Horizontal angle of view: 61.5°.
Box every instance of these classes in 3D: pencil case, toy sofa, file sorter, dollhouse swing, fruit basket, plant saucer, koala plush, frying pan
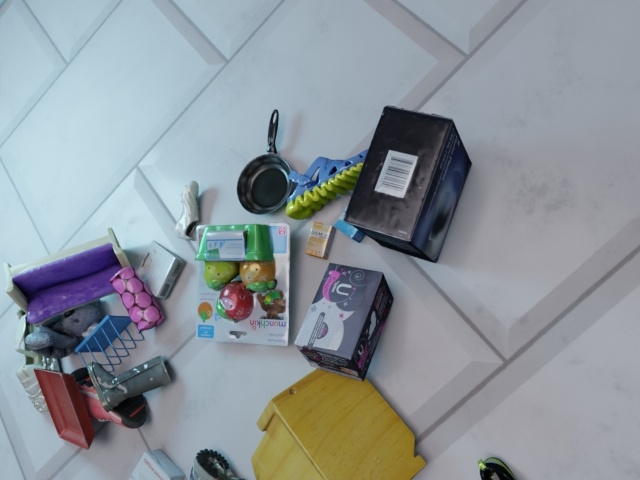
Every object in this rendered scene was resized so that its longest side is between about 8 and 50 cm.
[{"bbox_3d":[-0.595,0.192,1.732,0.098,0.095,0.209,-33,84,22],"label":"pencil case"},{"bbox_3d":[-0.811,0.116,1.755,0.362,0.150,0.177,-21,60,-17],"label":"toy sofa"},{"bbox_3d":[-0.683,0.340,1.757,0.170,0.118,0.104,-45,66,10],"label":"file sorter"},{"bbox_3d":[0.025,0.567,1.400,0.315,0.305,0.347,-28,59,-28],"label":"dollhouse swing"},{"bbox_3d":[-0.241,0.123,1.574,0.327,0.165,0.353,0,81,25],"label":"fruit basket"},{"bbox_3d":[-0.819,0.527,1.734,0.258,0.047,0.259,-8,102,45],"label":"plant saucer"},{"bbox_3d":[-0.842,0.285,1.831,0.221,0.203,0.196,-25,51,-2],"label":"koala plush"},{"bbox_3d":[-0.182,-0.231,1.690,0.197,0.053,0.326,-19,69,19],"label":"frying pan"}]

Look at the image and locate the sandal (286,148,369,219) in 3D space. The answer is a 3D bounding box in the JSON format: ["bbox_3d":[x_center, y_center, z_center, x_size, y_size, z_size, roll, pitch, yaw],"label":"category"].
[{"bbox_3d":[0.021,-0.187,1.543,0.317,0.126,0.138,-26,69,16],"label":"sandal"}]

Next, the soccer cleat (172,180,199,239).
[{"bbox_3d":[-0.425,-0.098,1.770,0.076,0.068,0.196,17,93,23],"label":"soccer cleat"}]

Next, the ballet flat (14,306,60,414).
[{"bbox_3d":[-1.006,0.410,1.885,0.147,0.147,0.409,-21,71,20],"label":"ballet flat"}]

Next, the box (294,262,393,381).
[{"bbox_3d":[0.064,0.201,1.373,0.163,0.142,0.247,10,58,27],"label":"box"}]

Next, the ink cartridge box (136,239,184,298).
[{"bbox_3d":[-0.541,0.096,1.801,0.179,0.045,0.145,28,91,46],"label":"ink cartridge box"}]

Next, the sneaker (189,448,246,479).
[{"bbox_3d":[-0.259,0.716,1.491,0.283,0.110,0.122,38,113,30],"label":"sneaker"}]

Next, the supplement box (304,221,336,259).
[{"bbox_3d":[0.000,0.000,1.557,0.062,0.036,0.098,13,84,27],"label":"supplement box"}]

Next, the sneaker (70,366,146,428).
[{"bbox_3d":[-0.680,0.529,1.734,0.314,0.116,0.136,24,115,23],"label":"sneaker"}]

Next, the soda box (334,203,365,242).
[{"bbox_3d":[0.132,-0.101,1.501,0.071,0.067,0.210,37,94,27],"label":"soda box"}]

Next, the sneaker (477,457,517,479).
[{"bbox_3d":[0.428,0.587,1.181,0.084,0.097,0.235,-48,63,9],"label":"sneaker"}]

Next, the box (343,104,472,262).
[{"bbox_3d":[0.230,-0.127,1.333,0.182,0.294,0.296,19,87,25],"label":"box"}]

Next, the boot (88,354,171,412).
[{"bbox_3d":[-0.592,0.412,1.672,0.208,0.076,0.190,-30,66,-15],"label":"boot"}]

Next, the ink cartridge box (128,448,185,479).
[{"bbox_3d":[-0.503,0.736,1.601,0.127,0.072,0.175,32,93,28],"label":"ink cartridge box"}]
